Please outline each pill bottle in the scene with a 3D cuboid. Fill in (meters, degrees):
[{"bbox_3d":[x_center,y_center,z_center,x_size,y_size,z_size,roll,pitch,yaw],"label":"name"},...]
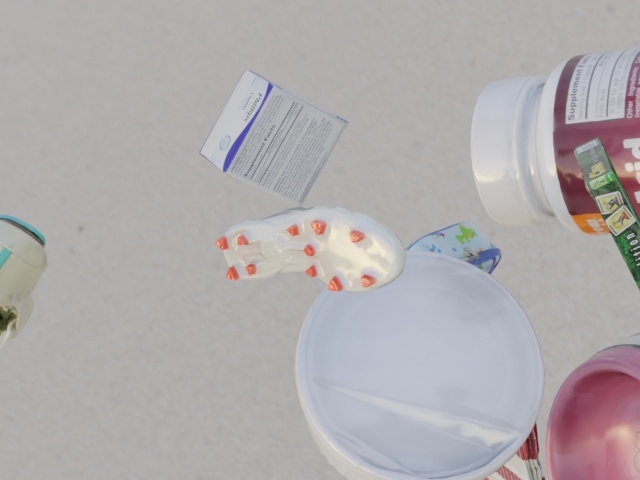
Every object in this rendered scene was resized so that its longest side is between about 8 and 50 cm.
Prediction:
[{"bbox_3d":[0.394,-0.120,1.657,0.392,0.224,0.224,-4,50,32],"label":"pill bottle"}]

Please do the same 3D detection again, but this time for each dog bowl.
[{"bbox_3d":[0.473,0.321,1.934,0.150,0.408,0.408,-6,30,-28],"label":"dog bowl"}]

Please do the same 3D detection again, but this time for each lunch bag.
[{"bbox_3d":[0.157,0.076,2.010,0.090,0.176,0.219,48,126,21],"label":"lunch bag"}]

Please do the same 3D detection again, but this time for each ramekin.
[{"bbox_3d":[0.100,0.158,1.515,0.272,0.127,0.273,3,62,-7],"label":"ramekin"}]

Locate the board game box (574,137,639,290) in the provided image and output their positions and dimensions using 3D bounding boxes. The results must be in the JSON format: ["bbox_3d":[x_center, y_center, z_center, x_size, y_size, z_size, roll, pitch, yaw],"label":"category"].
[{"bbox_3d":[0.291,0.042,1.196,0.030,0.260,0.136,-26,11,15],"label":"board game box"}]

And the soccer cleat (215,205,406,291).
[{"bbox_3d":[0.000,0.000,1.077,0.076,0.068,0.196,-25,17,-40],"label":"soccer cleat"}]

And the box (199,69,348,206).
[{"bbox_3d":[-0.058,-0.128,1.734,0.072,0.137,0.126,38,101,47],"label":"box"}]

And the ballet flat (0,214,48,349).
[{"bbox_3d":[-0.275,0.050,1.118,0.086,0.086,0.248,-58,4,-24],"label":"ballet flat"}]

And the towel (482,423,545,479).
[{"bbox_3d":[0.215,0.257,1.859,0.037,0.329,0.237,-33,41,-19],"label":"towel"}]
